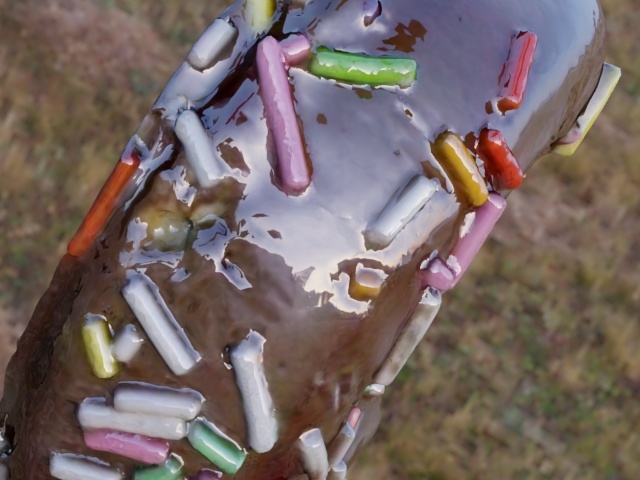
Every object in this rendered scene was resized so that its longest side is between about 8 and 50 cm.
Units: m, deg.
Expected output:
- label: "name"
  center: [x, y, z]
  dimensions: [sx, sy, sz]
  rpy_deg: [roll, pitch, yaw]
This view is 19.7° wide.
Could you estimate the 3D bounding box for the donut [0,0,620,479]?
- label: "donut"
  center: [-0.009, 0.009, 0.750]
  dimensions: [0.136, 0.345, 0.259]
  rpy_deg: [33, 20, 7]
